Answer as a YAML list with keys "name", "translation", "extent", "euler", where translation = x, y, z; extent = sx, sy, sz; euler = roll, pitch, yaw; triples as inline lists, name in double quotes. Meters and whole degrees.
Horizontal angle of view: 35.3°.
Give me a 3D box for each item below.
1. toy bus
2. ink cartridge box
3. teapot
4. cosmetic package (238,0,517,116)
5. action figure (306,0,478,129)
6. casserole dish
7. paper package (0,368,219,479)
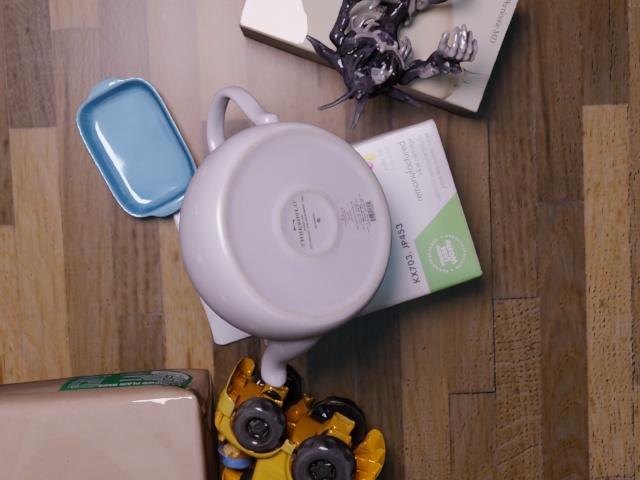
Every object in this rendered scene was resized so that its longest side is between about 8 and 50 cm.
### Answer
- name: "toy bus"
  translation: [-0.057, 0.288, 1.291]
  extent: [0.220, 0.149, 0.211]
  euler: [31, 109, -1]
- name: "ink cartridge box"
  translation: [0.000, 0.000, 1.266]
  extent: [0.353, 0.119, 0.207]
  euler: [-19, 94, 1]
- name: "teapot"
  translation: [-0.059, -0.008, 1.121]
  extent: [0.252, 0.187, 0.256]
  euler: [36, 65, -21]
- name: "cosmetic package"
  translation: [0.069, -0.280, 1.250]
  extent: [0.309, 0.113, 0.160]
  euler: [19, 94, -2]
- name: "action figure"
  translation: [0.093, -0.254, 1.128]
  extent: [0.164, 0.141, 0.276]
  euler: [27, 93, -14]
- name: "casserole dish"
  translation: [-0.233, -0.119, 1.295]
  extent: [0.114, 0.037, 0.188]
  euler: [-28, 95, 1]
- name: "paper package"
  translation: [-0.294, 0.328, 1.266]
  extent: [0.324, 0.168, 0.310]
  euler: [-4, 95, 0]
